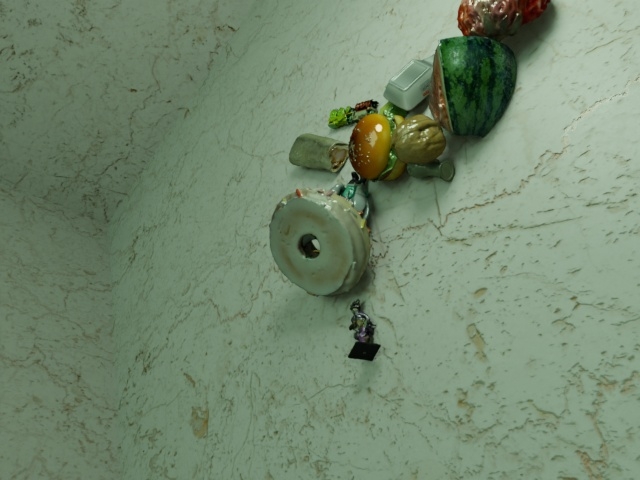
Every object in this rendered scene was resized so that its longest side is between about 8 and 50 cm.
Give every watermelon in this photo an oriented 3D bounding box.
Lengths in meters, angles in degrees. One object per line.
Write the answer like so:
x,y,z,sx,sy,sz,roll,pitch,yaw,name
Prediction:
0.462,-0.453,1.556,0.250,0.292,0.283,2,97,7,watermelon

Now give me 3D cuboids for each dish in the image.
0.330,-0.566,1.751,0.234,0.064,0.154,-42,49,-3,dish

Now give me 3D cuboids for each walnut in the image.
0.295,-0.302,1.542,0.149,0.166,0.167,95,171,-55,walnut

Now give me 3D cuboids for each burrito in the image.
-0.011,-0.358,2.059,0.299,0.105,0.143,21,90,51,burrito

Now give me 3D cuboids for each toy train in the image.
0.129,-0.499,2.017,0.249,0.053,0.085,-1,78,49,toy train

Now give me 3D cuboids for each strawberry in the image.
0.540,-0.738,1.538,0.265,0.149,0.336,-7,46,46,strawberry

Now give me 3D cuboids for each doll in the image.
0.076,-0.131,1.785,0.194,0.153,0.258,-22,51,21,doll

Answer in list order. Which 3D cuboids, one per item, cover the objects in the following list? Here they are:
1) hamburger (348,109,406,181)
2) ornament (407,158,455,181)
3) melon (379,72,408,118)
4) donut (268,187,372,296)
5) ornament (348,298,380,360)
0.185,-0.314,1.698,0.246,0.169,0.246,-177,90,-74,hamburger
0.341,-0.229,1.599,0.081,0.075,0.156,-55,35,-11,ornament
0.275,-0.513,1.847,0.118,0.064,0.210,-19,54,49,melon
0.000,0.000,1.684,0.382,0.142,0.383,14,118,28,donut
0.123,0.275,1.579,0.203,0.088,0.081,-101,25,-53,ornament
